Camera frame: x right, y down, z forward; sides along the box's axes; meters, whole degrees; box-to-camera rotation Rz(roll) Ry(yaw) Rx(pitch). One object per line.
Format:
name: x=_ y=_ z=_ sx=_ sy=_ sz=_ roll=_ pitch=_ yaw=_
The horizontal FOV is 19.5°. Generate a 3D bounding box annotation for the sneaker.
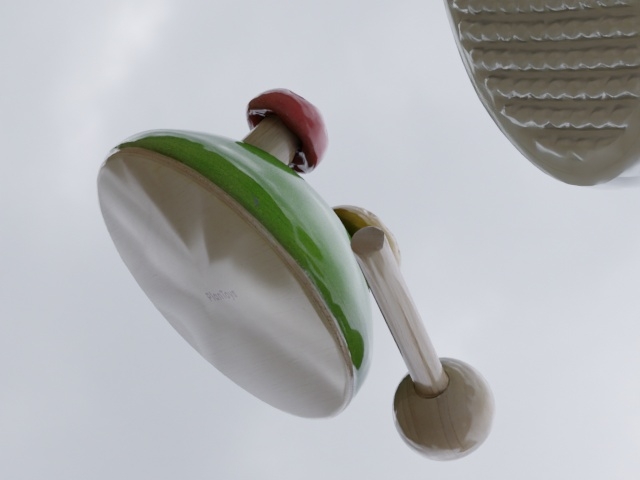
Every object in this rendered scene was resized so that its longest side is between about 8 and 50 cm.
sneaker: x=0.130 y=-0.180 z=0.771 sx=0.135 sy=0.150 sz=0.366 roll=-46 pitch=-136 yaw=50

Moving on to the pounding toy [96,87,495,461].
pounding toy: x=0.000 y=0.000 z=0.977 sx=0.237 sy=0.183 sz=0.110 roll=22 pitch=-124 yaw=41
